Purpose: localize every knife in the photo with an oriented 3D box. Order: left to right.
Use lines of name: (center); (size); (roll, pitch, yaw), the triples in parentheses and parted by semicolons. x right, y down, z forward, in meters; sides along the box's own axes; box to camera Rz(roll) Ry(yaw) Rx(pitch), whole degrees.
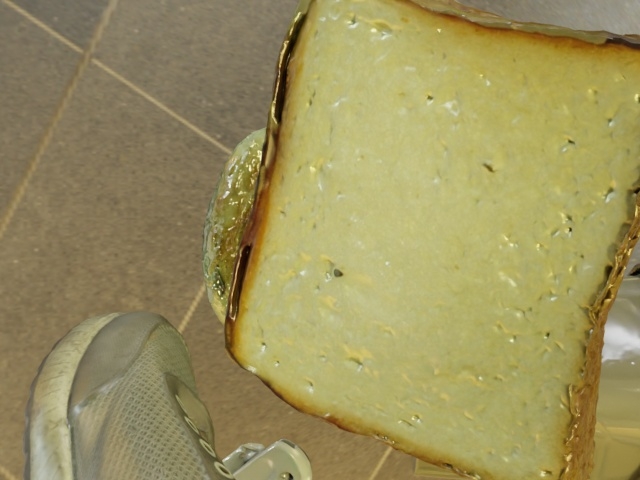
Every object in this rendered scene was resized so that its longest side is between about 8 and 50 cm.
knife: (-0.123, 0.274, 1.018); (0.265, 0.040, 0.073); (-36, 85, 8)

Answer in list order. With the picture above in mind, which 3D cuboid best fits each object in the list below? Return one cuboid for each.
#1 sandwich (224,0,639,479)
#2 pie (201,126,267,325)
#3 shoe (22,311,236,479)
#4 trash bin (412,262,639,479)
sandwich: (0.080, -0.007, 0.697); (0.271, 0.099, 0.301); (21, 109, 25)
pie: (0.000, 0.000, 0.963); (0.054, 0.240, 0.241); (-2, 90, 62)
shoe: (-0.049, 0.087, 0.332); (0.077, 0.194, 0.074); (-18, 121, 12)
trash bin: (0.221, 0.147, 1.106); (0.250, 0.220, 0.219); (1, 135, 1)
